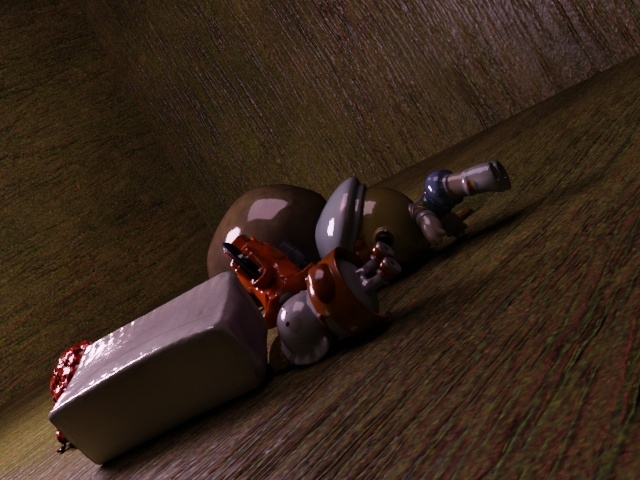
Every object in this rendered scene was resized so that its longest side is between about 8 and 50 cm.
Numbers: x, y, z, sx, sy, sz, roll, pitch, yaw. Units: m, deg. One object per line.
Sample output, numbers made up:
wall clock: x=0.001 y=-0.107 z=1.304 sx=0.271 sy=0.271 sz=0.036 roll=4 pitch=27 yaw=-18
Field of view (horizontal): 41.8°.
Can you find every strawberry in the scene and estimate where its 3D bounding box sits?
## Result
strawberry: x=-0.480 y=0.304 z=1.742 sx=0.234 sy=0.178 sz=0.234 roll=-29 pitch=-1 yaw=-1

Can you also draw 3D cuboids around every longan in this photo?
longan: x=-0.108 y=0.020 z=1.895 sx=0.350 sy=0.288 sz=0.288 roll=-32 pitch=3 yaw=42

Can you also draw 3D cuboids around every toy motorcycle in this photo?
toy motorcycle: x=-0.080 y=0.071 z=1.570 sx=0.148 sy=0.221 sz=0.325 roll=-49 pitch=-1 yaw=4

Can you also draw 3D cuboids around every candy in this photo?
candy: x=-0.257 y=0.212 z=1.394 sx=0.358 sy=0.145 sz=0.208 roll=-28 pitch=20 yaw=15

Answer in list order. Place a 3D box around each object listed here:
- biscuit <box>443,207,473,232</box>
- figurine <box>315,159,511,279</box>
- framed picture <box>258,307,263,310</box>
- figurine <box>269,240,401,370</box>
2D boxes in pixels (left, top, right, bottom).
biscuit: x=0.211 y=-0.010 z=1.814 sx=0.139 sy=0.016 sz=0.231 roll=-36 pitch=8 yaw=-40
figurine: x=0.164 y=-0.058 z=1.567 sx=0.381 sy=0.205 sz=0.224 roll=-26 pitch=-1 yaw=12
framed picture: x=-0.191 y=0.178 z=2.168 sx=0.216 sy=0.016 sz=0.273 roll=-25 pitch=7 yaw=39
figurine: x=0.016 y=0.108 z=1.286 sx=0.271 sy=0.143 sz=0.143 roll=-55 pitch=-9 yaw=32
